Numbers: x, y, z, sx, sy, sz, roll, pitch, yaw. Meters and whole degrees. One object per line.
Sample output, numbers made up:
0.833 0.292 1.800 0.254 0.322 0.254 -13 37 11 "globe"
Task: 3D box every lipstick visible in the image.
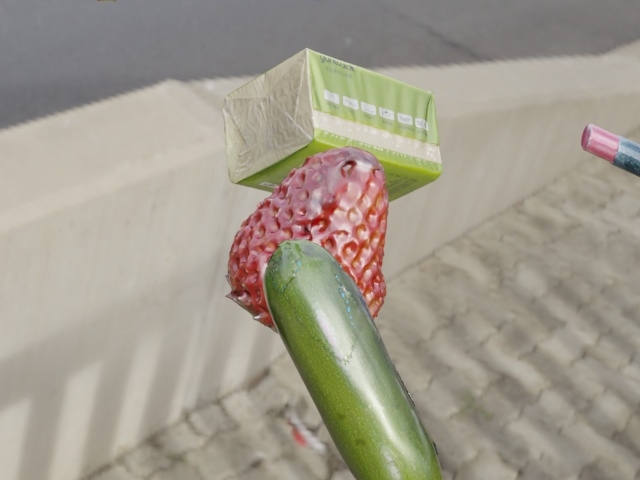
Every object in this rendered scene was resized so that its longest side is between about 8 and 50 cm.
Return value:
0.395 -0.071 1.469 0.234 0.053 0.053 28 31 11 "lipstick"

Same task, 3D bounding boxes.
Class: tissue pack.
0.020 -0.161 2.056 0.275 0.200 0.167 11 66 -42 "tissue pack"

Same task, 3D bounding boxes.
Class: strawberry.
0.000 0.000 1.635 0.205 0.244 0.205 26 13 -7 "strawberry"

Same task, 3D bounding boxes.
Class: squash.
0.041 0.148 1.186 0.087 0.331 0.087 -26 8 4 "squash"
